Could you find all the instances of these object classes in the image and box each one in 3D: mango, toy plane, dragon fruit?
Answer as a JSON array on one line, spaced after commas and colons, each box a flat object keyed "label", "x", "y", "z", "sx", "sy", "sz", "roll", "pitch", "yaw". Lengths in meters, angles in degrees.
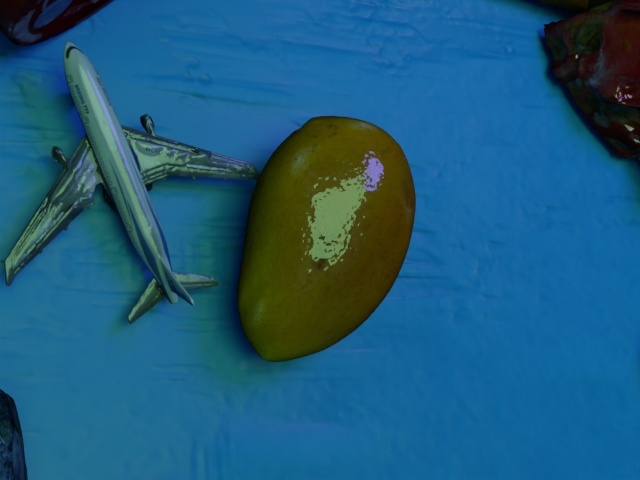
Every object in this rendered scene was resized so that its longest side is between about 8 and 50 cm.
[{"label": "mango", "x": 0.004, "y": 0.001, "z": 0.779, "sx": 0.141, "sy": 0.102, "sz": 0.217, "roll": 39, "pitch": 74, "yaw": -43}, {"label": "toy plane", "x": -0.155, "y": -0.046, "z": 0.746, "sx": 0.226, "sy": 0.058, "sz": 0.226, "roll": -25, "pitch": 88, "yaw": -26}, {"label": "dragon fruit", "x": 0.386, "y": -0.151, "z": 0.979, "sx": 0.262, "sy": 0.134, "sz": 0.211, "roll": -8, "pitch": 90, "yaw": -27}]

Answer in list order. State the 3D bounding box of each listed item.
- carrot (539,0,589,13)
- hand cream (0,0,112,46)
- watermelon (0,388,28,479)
[{"label": "carrot", "x": 0.201, "y": -0.271, "z": 0.960, "sx": 0.210, "sy": 0.061, "sz": 0.061, "roll": 3, "pitch": 78, "yaw": -21}, {"label": "hand cream", "x": -0.184, "y": -0.264, "z": 0.684, "sx": 0.230, "sy": 0.230, "sz": 0.149, "roll": -42, "pitch": 95, "yaw": -26}, {"label": "watermelon", "x": -0.295, "y": 0.211, "z": 0.597, "sx": 0.226, "sy": 0.148, "sz": 0.318, "roll": 32, "pitch": 92, "yaw": 15}]
